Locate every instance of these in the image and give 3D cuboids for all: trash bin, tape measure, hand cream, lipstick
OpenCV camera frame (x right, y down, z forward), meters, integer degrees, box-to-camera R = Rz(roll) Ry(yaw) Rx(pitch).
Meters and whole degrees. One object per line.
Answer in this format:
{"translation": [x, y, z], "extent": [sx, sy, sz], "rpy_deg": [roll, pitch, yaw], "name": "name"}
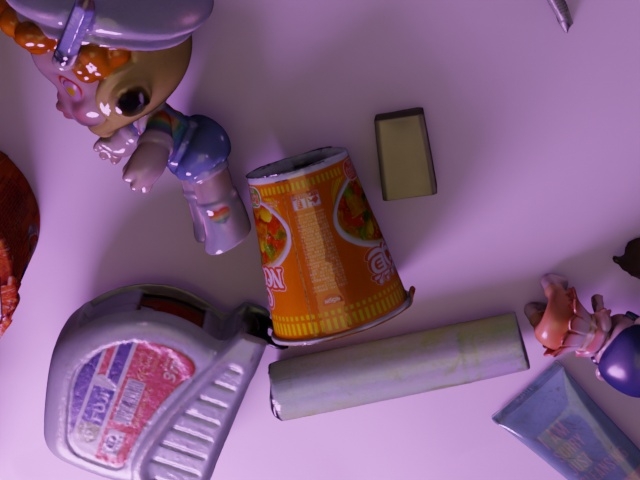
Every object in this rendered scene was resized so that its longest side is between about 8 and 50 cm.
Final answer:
{"translation": [0.092, -0.095, 1.383], "extent": [0.061, 0.043, 0.092], "rpy_deg": [-8, 109, 8], "name": "trash bin"}
{"translation": [-0.192, 0.164, 1.465], "extent": [0.246, 0.125, 0.243], "rpy_deg": [21, 109, -6], "name": "tape measure"}
{"translation": [0.354, 0.278, 1.496], "extent": [0.312, 0.070, 0.111], "rpy_deg": [40, 112, -7], "name": "hand cream"}
{"translation": [0.086, 0.147, 1.462], "extent": [0.304, 0.076, 0.076], "rpy_deg": [-13, 110, 10], "name": "lipstick"}

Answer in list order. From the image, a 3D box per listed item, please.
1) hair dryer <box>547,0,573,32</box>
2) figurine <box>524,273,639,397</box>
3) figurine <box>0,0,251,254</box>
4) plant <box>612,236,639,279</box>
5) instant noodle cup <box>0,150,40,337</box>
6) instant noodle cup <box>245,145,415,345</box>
{"translation": [0.143, -0.331, 1.279], "extent": [0.229, 0.092, 0.267], "rpy_deg": [2, 121, 12], "name": "hair dryer"}
{"translation": [0.327, 0.122, 1.417], "extent": [0.195, 0.102, 0.111], "rpy_deg": [19, 121, -4], "name": "figurine"}
{"translation": [-0.181, -0.170, 1.336], "extent": [0.205, 0.224, 0.381], "rpy_deg": [-32, 132, -7], "name": "figurine"}
{"translation": [0.470, 0.039, 1.333], "extent": [0.234, 0.204, 0.178], "rpy_deg": [45, 69, 1], "name": "plant"}
{"translation": [-0.428, 0.003, 1.384], "extent": [0.251, 0.192, 0.250], "rpy_deg": [2, 112, 5], "name": "instant noodle cup"}
{"translation": [0.000, 0.000, 1.377], "extent": [0.169, 0.168, 0.184], "rpy_deg": [-14, 102, 10], "name": "instant noodle cup"}
